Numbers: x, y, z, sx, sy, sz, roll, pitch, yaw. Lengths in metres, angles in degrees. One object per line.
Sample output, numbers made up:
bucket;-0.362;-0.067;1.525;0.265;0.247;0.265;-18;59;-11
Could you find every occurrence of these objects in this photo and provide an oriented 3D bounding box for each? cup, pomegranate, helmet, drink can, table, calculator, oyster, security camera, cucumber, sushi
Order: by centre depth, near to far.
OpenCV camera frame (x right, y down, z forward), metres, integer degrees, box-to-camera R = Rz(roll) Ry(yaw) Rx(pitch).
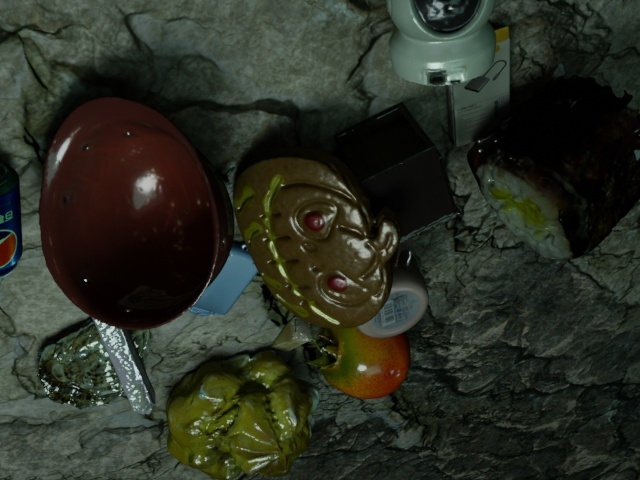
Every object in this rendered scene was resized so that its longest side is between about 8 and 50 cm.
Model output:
security camera;0.204;-0.404;1.355;0.195;0.194;0.236;-15;129;-10
drink can;-0.579;-0.035;1.389;0.118;0.118;0.205;-4;132;-20
helmet;-0.290;-0.050;1.406;0.338;0.384;0.230;-19;178;20
cucumber;-0.257;-0.061;1.546;0.250;0.056;0.056;-34;134;12
table;0.155;-0.132;1.580;0.172;0.169;0.193;-26;133;0
sushi;0.477;-0.147;1.588;0.294;0.299;0.281;-43;151;-9
calculator;-0.210;0.083;1.703;0.121;0.039;0.210;19;119;-37
oyster;-0.469;0.254;1.709;0.268;0.112;0.198;-13;113;-2
cup;0.135;0.065;1.722;0.192;0.200;0.253;5;126;-26
pomegranate;0.088;0.259;1.857;0.257;0.221;0.221;5;127;-39

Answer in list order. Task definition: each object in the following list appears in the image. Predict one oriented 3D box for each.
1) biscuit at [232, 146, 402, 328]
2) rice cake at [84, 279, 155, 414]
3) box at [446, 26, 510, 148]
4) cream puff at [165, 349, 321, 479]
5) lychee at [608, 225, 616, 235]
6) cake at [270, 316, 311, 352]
biscuit;-0.004;0.005;1.538;0.350;0.070;0.394;-10;116;37
rice cake;-0.411;0.189;1.605;0.056;0.072;0.365;-18;110;-1
box;0.313;-0.305;1.590;0.129;0.033;0.247;-18;134;-7
cream puff;-0.177;0.441;1.871;0.378;0.275;0.378;-12;135;-12
lychee;0.575;-0.072;1.799;0.238;0.200;0.200;-49;134;-8
cake;-0.072;0.237;1.888;0.052;0.065;0.121;19;127;-31
